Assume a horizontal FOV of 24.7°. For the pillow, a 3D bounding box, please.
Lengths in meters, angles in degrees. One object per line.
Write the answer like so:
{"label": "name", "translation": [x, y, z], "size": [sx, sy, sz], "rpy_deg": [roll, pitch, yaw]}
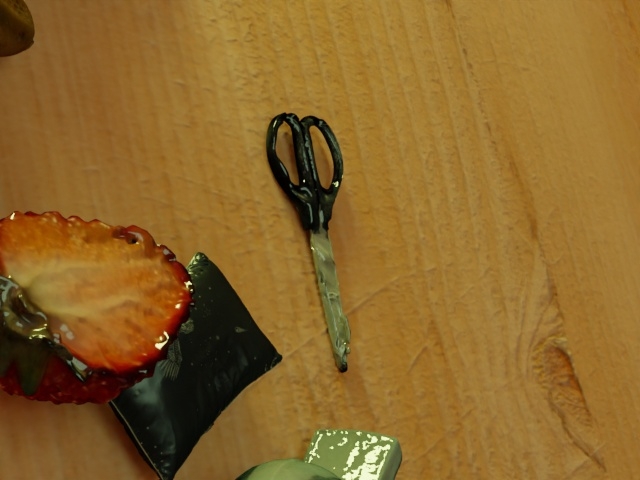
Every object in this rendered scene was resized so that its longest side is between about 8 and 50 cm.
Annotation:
{"label": "pillow", "translation": [-0.129, 0.116, 1.398], "size": [0.141, 0.055, 0.208], "rpy_deg": [55, 43, -11]}

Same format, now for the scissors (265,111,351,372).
{"label": "scissors", "translation": [0.000, 0.000, 1.625], "size": [0.109, 0.022, 0.300], "rpy_deg": [3, 71, -43]}

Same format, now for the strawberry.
{"label": "strawberry", "translation": [-0.218, 0.069, 1.287], "size": [0.190, 0.111, 0.236], "rpy_deg": [52, 31, 14]}

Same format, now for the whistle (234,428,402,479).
{"label": "whistle", "translation": [-0.018, 0.257, 1.383], "size": [0.163, 0.163, 0.289], "rpy_deg": [48, 42, -22]}

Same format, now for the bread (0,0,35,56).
{"label": "bread", "translation": [-0.334, -0.238, 1.314], "size": [0.189, 0.077, 0.114], "rpy_deg": [57, 5, -33]}
